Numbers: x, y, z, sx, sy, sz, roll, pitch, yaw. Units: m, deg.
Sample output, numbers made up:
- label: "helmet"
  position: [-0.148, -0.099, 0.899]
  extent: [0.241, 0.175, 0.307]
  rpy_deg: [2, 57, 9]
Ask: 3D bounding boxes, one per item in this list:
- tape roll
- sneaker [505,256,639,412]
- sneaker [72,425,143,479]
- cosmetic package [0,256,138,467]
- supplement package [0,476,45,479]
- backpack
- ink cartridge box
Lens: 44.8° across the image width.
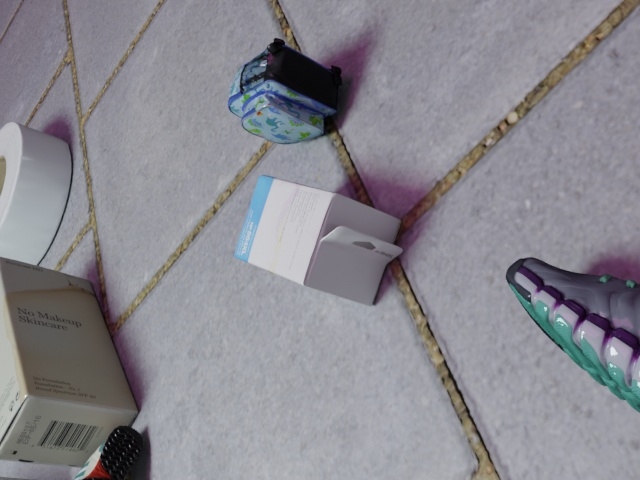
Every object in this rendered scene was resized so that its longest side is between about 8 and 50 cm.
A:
- label: "tape roll"
  position: [-0.583, -0.076, 1.480]
  extent: [0.286, 0.100, 0.286]
  rpy_deg: [-23, 58, 43]
- label: "sneaker"
  position: [0.221, 0.059, 0.492]
  extent: [0.098, 0.083, 0.223]
  rpy_deg: [-45, 45, -1]
- label: "sneaker"
  position: [-0.278, 0.306, 0.950]
  extent: [0.075, 0.057, 0.161]
  rpy_deg: [-54, 3, 48]
- label: "cosmetic package"
  position: [-0.385, 0.166, 1.094]
  extent: [0.113, 0.160, 0.309]
  rpy_deg: [-56, 41, 16]
- label: "supplement package"
  position: [-0.515, 0.429, 1.053]
  extent: [0.199, 0.262, 0.198]
  rpy_deg: [-27, 55, 42]
- label: "backpack"
  position: [-0.047, -0.157, 0.864]
  extent: [0.114, 0.105, 0.084]
  rpy_deg: [-7, 69, 54]
- label: "ink cartridge box"
  position: [0.000, 0.000, 0.750]
  extent: [0.143, 0.092, 0.090]
  rpy_deg: [19, 91, 52]
